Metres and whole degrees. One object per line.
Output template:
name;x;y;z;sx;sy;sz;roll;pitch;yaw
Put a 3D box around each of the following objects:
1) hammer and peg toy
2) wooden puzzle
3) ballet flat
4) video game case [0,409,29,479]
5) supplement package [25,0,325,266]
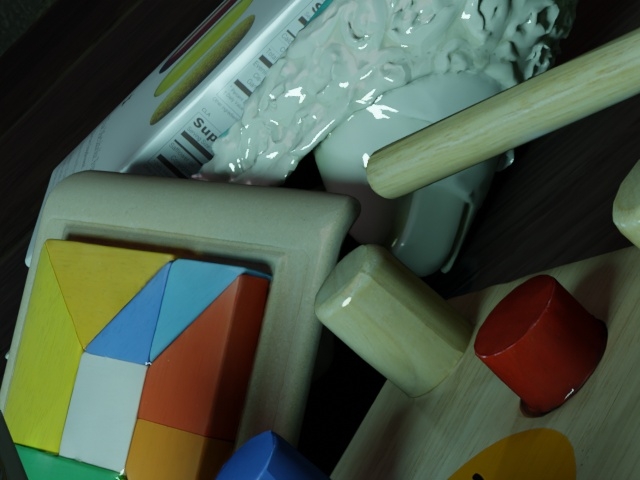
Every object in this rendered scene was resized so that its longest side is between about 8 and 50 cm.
hammer and peg toy;0.076;0.065;0.616;0.266;0.127;0.361;-21;32;58
wooden puzzle;-0.093;0.080;0.895;0.221;0.044;0.239;7;78;47
ballet flat;0.000;0.000;0.979;0.409;0.147;0.147;-45;18;22
video game case;-0.094;0.193;0.647;0.026;0.206;0.227;-17;21;2
supplement package;-0.038;-0.053;1.110;0.244;0.134;0.139;-43;19;17
